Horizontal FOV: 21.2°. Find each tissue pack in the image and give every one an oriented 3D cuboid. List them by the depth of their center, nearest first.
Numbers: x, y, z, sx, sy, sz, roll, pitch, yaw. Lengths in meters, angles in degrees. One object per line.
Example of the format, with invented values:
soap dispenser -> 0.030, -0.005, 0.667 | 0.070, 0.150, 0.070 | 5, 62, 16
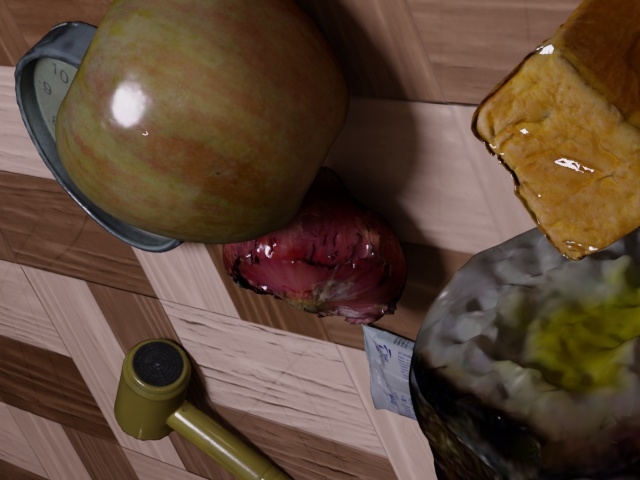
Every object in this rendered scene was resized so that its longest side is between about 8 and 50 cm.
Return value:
tissue pack -> 0.117, 0.155, 1.759 | 0.193, 0.026, 0.122 | 20, 139, 42

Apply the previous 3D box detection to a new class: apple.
apple -> -0.102, -0.123, 1.521 | 0.234, 0.256, 0.257 | 22, 152, -10

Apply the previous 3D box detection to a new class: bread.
bread -> 0.207, -0.095, 1.222 | 0.143, 0.149, 0.158 | 47, 151, -3

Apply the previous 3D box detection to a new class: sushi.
sushi -> 0.239, 0.150, 1.325 | 0.281, 0.299, 0.294 | -124, 15, -57

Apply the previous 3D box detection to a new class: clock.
clock -> -0.229, -0.109, 1.893 | 0.281, 0.055, 0.280 | 34, 148, 25

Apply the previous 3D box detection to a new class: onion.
onion -> 0.000, 0.000, 1.641 | 0.184, 0.147, 0.184 | 8, 171, 1

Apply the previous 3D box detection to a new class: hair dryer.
hair dryer -> -0.138, 0.243, 2.170 | 0.279, 0.090, 0.135 | 36, 147, 11
